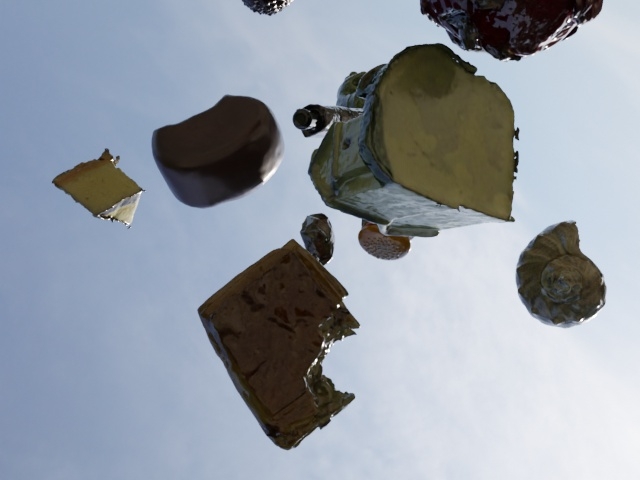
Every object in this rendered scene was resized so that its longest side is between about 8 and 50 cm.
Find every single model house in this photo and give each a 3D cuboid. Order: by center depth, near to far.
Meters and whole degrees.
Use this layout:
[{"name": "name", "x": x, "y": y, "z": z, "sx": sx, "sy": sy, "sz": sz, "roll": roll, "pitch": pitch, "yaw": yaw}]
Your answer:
[{"name": "model house", "x": 0.138, "y": -0.150, "z": 1.119, "sx": 0.321, "sy": 0.266, "sz": 0.261, "roll": 16, "pitch": -109, "yaw": -31}]

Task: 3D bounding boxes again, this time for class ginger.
[{"name": "ginger", "x": 0.094, "y": -0.406, "z": 1.870, "sx": 0.089, "sy": 0.137, "sz": 0.290, "roll": 38, "pitch": -155, "yaw": -18}]

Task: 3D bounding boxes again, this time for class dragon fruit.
[{"name": "dragon fruit", "x": 0.302, "y": -0.445, "z": 1.030, "sx": 0.329, "sy": 0.329, "sz": 0.329, "roll": 17, "pitch": -138, "yaw": -15}]

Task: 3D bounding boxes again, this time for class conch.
[{"name": "conch", "x": 0.479, "y": 0.077, "z": 1.370, "sx": 0.159, "sy": 0.291, "sz": 0.210, "roll": -18, "pitch": -99, "yaw": 5}]

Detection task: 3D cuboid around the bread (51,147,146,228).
[{"name": "bread", "x": -0.465, "y": -0.095, "z": 1.379, "sx": 0.147, "sy": 0.127, "sz": 0.152, "roll": 40, "pitch": -144, "yaw": 16}]

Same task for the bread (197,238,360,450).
[{"name": "bread", "x": -0.067, "y": 0.224, "z": 1.445, "sx": 0.314, "sy": 0.191, "sz": 0.370, "roll": -36, "pitch": -93, "yaw": -15}]

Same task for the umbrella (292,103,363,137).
[{"name": "umbrella", "x": 0.031, "y": -0.253, "z": 1.407, "sx": 0.067, "sy": 0.073, "sz": 0.337, "roll": 59, "pitch": -154, "yaw": 6}]

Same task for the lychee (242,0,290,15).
[{"name": "lychee", "x": -0.128, "y": -0.618, "z": 1.525, "sx": 0.188, "sy": 0.188, "sz": 0.188, "roll": 17, "pitch": -138, "yaw": -15}]

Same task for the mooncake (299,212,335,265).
[{"name": "mooncake", "x": 0.000, "y": 0.000, "z": 1.833, "sx": 0.130, "sy": 0.073, "sz": 0.125, "roll": -67, "pitch": -41, "yaw": -55}]

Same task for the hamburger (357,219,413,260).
[{"name": "hamburger", "x": 0.176, "y": -0.019, "z": 1.770, "sx": 0.162, "sy": 0.162, "sz": 0.115, "roll": 25, "pitch": -124, "yaw": -6}]

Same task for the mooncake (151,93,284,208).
[{"name": "mooncake", "x": -0.272, "y": -0.230, "z": 1.711, "sx": 0.334, "sy": 0.174, "sz": 0.325, "roll": 13, "pitch": -126, "yaw": 31}]
